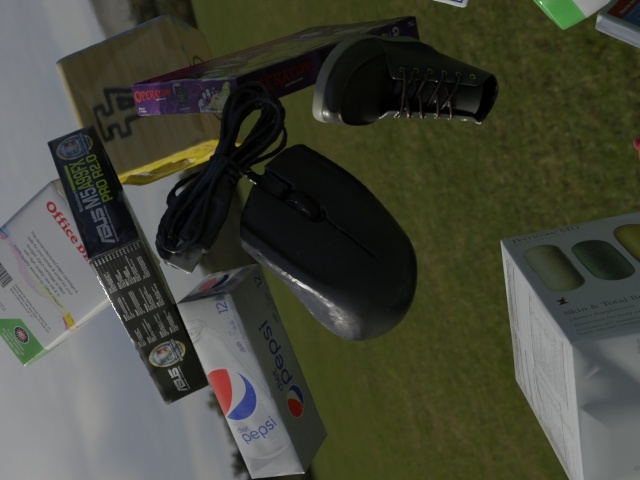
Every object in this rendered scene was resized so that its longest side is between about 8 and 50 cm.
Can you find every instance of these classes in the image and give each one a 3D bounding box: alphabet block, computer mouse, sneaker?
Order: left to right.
[{"bbox_3d":[-0.254,-0.205,1.464,0.192,0.193,0.197,-21,-89,-78],"label":"alphabet block"},{"bbox_3d":[0.000,0.000,0.868,0.272,0.188,0.072,38,158,-29],"label":"computer mouse"},{"bbox_3d":[0.090,-0.153,0.953,0.118,0.222,0.083,24,121,26],"label":"sneaker"}]

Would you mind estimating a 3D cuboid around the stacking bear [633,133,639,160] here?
[{"bbox_3d":[0.611,-0.075,1.567,0.164,0.175,0.289,42,-152,-50],"label":"stacking bear"}]

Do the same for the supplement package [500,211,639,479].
[{"bbox_3d":[0.331,0.114,1.040,0.262,0.199,0.198,-103,1,-68],"label":"supplement package"}]

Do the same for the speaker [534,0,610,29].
[{"bbox_3d":[0.298,-0.333,0.865,0.131,0.296,0.131,42,-162,-17],"label":"speaker"}]

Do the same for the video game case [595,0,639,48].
[{"bbox_3d":[0.477,-0.235,1.050,0.285,0.204,0.025,32,148,25],"label":"video game case"}]

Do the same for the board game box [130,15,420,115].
[{"bbox_3d":[-0.052,-0.234,1.275,0.208,0.347,0.056,0,111,45],"label":"board game box"}]

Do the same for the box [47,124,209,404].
[{"bbox_3d":[-0.223,0.030,1.122,0.270,0.060,0.216,75,169,-47],"label":"box"}]

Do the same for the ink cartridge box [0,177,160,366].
[{"bbox_3d":[-0.431,0.044,1.573,0.201,0.278,0.117,53,-153,-1],"label":"ink cartridge box"}]

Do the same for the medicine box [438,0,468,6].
[{"bbox_3d":[0.103,-0.503,1.340,0.149,0.289,0.263,-85,9,-55],"label":"medicine box"}]

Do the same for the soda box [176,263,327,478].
[{"bbox_3d":[-0.091,0.184,1.332,0.098,0.091,0.286,-49,-57,-58],"label":"soda box"}]
